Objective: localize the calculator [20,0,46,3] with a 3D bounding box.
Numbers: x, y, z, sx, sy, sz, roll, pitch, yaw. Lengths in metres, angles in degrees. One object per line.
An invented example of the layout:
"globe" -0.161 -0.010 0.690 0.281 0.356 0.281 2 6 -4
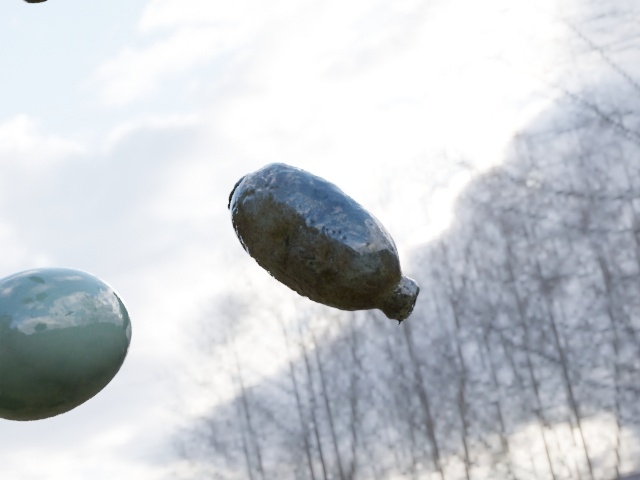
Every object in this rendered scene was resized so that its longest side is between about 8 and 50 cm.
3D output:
"calculator" -0.344 -0.375 1.696 0.033 0.157 0.236 40 -5 -33

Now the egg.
"egg" -0.311 0.114 1.480 0.168 0.168 0.231 -25 -5 39

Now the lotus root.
"lotus root" 0.000 -0.002 1.957 0.175 0.349 0.175 -43 -27 -29
